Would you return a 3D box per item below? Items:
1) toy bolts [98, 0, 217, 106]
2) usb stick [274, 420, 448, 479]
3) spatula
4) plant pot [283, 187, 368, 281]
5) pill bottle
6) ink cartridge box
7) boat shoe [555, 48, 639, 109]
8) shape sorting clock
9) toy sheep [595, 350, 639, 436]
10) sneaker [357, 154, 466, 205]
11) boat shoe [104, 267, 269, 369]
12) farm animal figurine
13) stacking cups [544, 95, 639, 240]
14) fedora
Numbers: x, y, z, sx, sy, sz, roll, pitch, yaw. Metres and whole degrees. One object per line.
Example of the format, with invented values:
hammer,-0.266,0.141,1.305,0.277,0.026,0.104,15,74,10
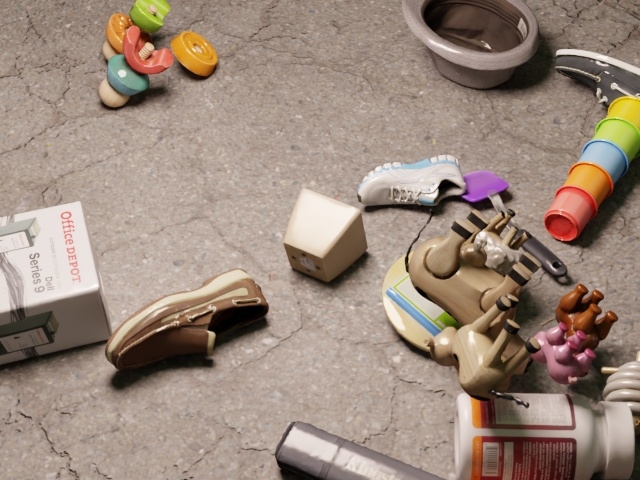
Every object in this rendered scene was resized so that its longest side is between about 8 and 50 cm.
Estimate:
toy bolts,-0.336,-0.338,2.086,0.218,0.158,0.228,37,32,-16
usb stick,0.071,0.314,1.420,0.278,0.045,0.077,19,47,20
spatula,0.315,-0.033,1.776,0.084,0.030,0.296,-23,48,-15
plant pot,0.000,0.000,1.711,0.109,0.109,0.096,23,62,24
pill bottle,0.289,0.261,1.409,0.221,0.121,0.121,1,44,3
ink cartridge box,-0.481,0.072,1.640,0.289,0.122,0.211,-13,46,-12
boat shoe,0.559,-0.272,1.961,0.302,0.091,0.114,23,6,30
shape sorting clock,0.196,0.092,1.645,0.206,0.040,0.206,1,53,-1
toy sheep,0.431,0.210,1.483,0.091,0.091,0.132,9,64,12
sneaker,0.157,-0.088,1.809,0.190,0.071,0.083,-15,45,-9
boat shoe,-0.189,0.128,1.592,0.257,0.095,0.095,-29,56,-25
farm animal figurine,0.233,0.107,1.488,0.330,0.172,0.327,-1,44,-51
stacking cups,0.470,-0.115,1.827,0.096,0.096,0.316,24,55,25
fedora,0.286,-0.390,2.079,0.275,0.124,0.244,33,56,20
